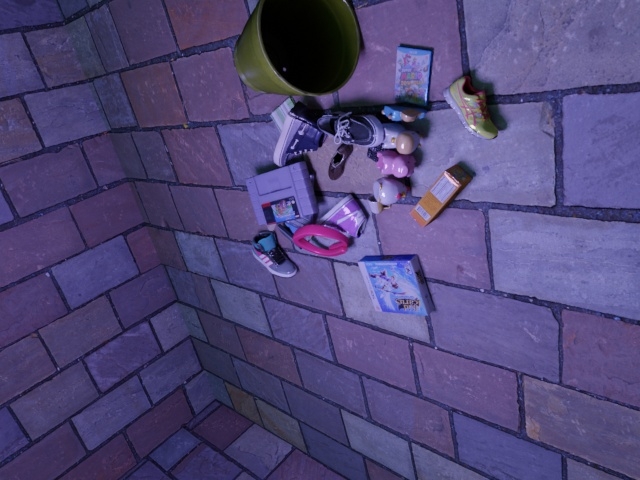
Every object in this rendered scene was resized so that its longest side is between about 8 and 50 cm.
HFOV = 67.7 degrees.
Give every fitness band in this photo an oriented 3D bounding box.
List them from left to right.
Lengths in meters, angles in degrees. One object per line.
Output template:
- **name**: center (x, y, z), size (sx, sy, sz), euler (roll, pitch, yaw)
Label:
- **fitness band**: center (0.000, 0.000, 2.020), size (0.209, 0.054, 0.291), euler (25, 161, -18)

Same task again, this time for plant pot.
- **plant pot**: center (-0.120, -0.642, 1.600), size (0.353, 0.367, 0.366), euler (8, 122, 57)

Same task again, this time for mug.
- **mug**: center (0.218, -0.134, 1.802), size (0.078, 0.062, 0.064), euler (26, 141, 41)

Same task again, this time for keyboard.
- **keyboard**: center (0.219, -0.350, 1.676), size (0.108, 0.023, 0.180), euler (34, 138, 25)

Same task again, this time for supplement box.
- **supplement box**: center (0.396, -0.145, 1.590), size (0.080, 0.078, 0.233), euler (50, 141, 12)

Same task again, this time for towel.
- **towel**: center (-0.133, -0.501, 1.945), size (0.152, 0.023, 0.113), euler (-23, 100, 49)

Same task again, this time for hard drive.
- **hard drive**: center (-0.142, -0.018, 2.255), size (0.135, 0.022, 0.094), euler (40, 171, 20)

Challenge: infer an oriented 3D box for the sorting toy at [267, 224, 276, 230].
- **sorting toy**: center (-0.254, -0.175, 2.244), size (0.208, 0.038, 0.193), euler (60, 145, 24)

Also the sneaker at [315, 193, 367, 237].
- **sneaker**: center (0.082, -0.053, 1.969), size (0.161, 0.102, 0.282), euler (52, 141, 1)

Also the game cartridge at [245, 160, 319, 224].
- **game cartridge**: center (-0.174, -0.193, 2.066), size (0.355, 0.068, 0.230), euler (-9, 96, 43)

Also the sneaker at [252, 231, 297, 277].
- **sneaker**: center (-0.235, 0.051, 2.365), size (0.296, 0.124, 0.178), euler (32, 145, 29)

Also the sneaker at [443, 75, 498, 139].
- **sneaker**: center (0.445, -0.382, 1.370), size (0.208, 0.081, 0.094), euler (52, 139, 6)

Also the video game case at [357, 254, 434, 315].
- **video game case**: center (0.301, 0.179, 1.932), size (0.270, 0.061, 0.244), euler (-4, 114, 47)

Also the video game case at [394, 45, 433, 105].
- **video game case**: center (0.288, -0.514, 1.493), size (0.119, 0.015, 0.166), euler (25, 132, 34)

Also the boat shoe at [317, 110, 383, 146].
- **boat shoe**: center (0.094, -0.388, 1.648), size (0.306, 0.105, 0.113), euler (40, 137, 48)

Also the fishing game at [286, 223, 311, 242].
- **fishing game**: center (-0.107, -0.110, 2.176), size (0.264, 0.041, 0.189), euler (51, 141, 21)

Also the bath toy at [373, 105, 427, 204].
- **bath toy**: center (0.265, -0.275, 1.605), size (0.151, 0.129, 0.348), euler (-111, 20, -52)

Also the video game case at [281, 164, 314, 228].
- **video game case**: center (-0.103, -0.183, 2.087), size (0.196, 0.026, 0.274), euler (27, 125, 40)

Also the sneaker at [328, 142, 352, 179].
- **sneaker**: center (0.058, -0.299, 1.841), size (0.066, 0.071, 0.188), euler (43, 139, 16)

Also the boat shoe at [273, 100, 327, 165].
- **boat shoe**: center (-0.078, -0.380, 1.895), size (0.158, 0.127, 0.340), euler (32, 150, 3)
